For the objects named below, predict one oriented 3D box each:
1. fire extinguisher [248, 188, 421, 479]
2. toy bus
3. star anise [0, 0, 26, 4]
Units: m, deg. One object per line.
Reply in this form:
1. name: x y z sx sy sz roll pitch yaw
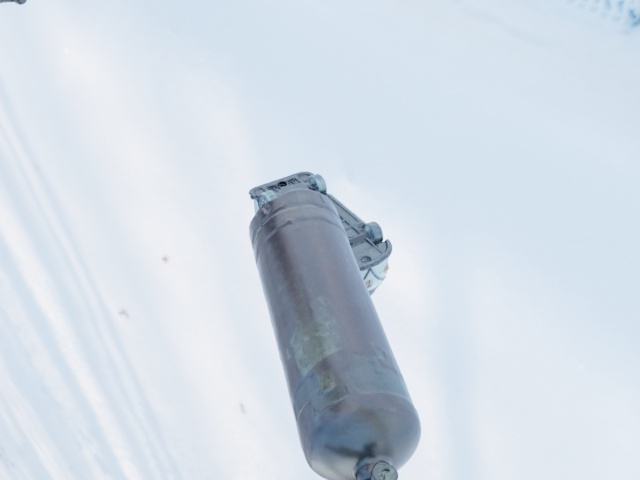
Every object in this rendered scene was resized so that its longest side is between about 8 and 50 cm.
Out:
1. fire extinguisher: 0.000 0.072 0.494 0.267 0.089 0.072 -109 23 -48
2. toy bus: 0.000 0.000 0.880 0.194 0.087 0.089 42 144 42
3. star anise: -0.403 -0.373 0.792 0.346 0.238 0.148 62 -156 -60
